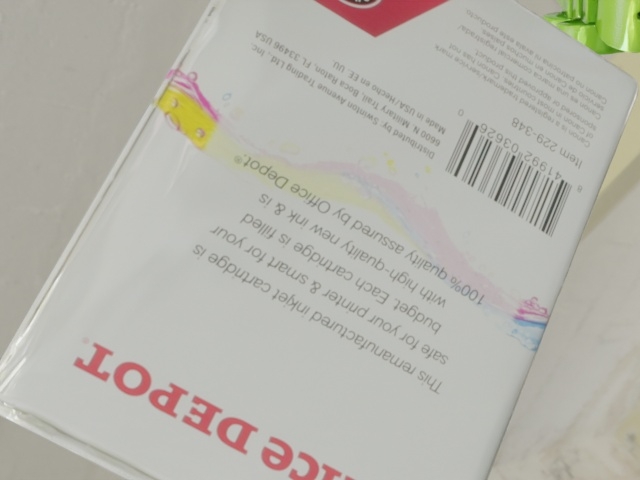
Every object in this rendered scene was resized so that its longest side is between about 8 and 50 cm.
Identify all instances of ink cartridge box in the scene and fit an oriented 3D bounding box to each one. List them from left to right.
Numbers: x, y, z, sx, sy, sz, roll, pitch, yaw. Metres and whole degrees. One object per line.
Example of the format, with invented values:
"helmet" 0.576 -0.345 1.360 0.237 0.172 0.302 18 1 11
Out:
"ink cartridge box" 0.000 0.000 0.514 0.306 0.226 0.131 -62 12 -18

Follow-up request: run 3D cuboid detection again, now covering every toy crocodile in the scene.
"toy crocodile" 0.256 -0.228 0.869 0.340 0.105 0.115 -69 -22 -72
